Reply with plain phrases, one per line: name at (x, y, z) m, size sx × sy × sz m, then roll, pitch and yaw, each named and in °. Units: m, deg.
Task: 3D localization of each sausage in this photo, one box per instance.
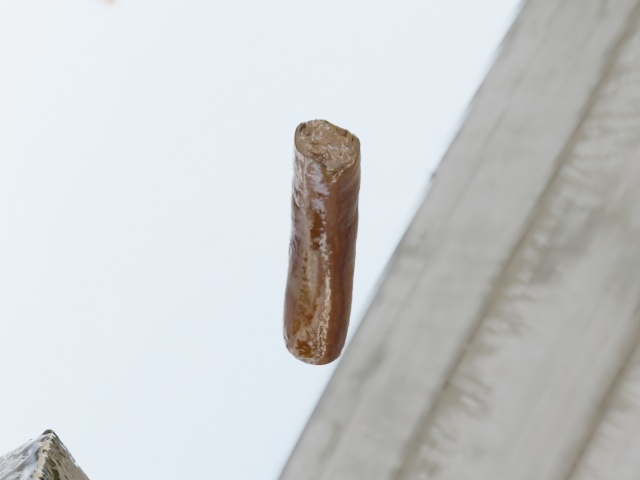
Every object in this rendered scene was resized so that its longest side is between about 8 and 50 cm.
sausage at (0.001, -0.002, 2.005) m, size 0.103 × 0.076 × 0.302 m, roll -72°, pitch 168°, yaw -53°

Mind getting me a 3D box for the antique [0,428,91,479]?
antique at (-0.249, 0.253, 1.527) m, size 0.125 × 0.150 × 0.284 m, roll -32°, pitch -162°, yaw 3°
